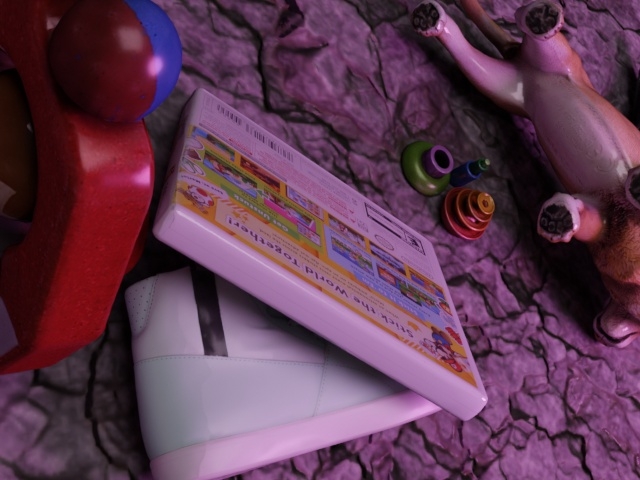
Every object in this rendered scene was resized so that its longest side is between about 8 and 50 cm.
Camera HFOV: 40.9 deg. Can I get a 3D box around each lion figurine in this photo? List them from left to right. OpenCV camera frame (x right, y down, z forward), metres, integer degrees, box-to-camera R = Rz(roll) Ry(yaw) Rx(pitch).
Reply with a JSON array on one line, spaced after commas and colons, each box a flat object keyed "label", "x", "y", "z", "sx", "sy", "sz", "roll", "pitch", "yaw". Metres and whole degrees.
[{"label": "lion figurine", "x": 0.235, "y": -0.089, "z": 0.778, "sx": 0.240, "sy": 0.142, "sz": 0.392, "roll": 8, "pitch": 58, "yaw": -58}]

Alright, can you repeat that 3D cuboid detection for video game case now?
[{"label": "video game case", "x": 0.000, "y": 0.000, "z": 0.572, "sx": 0.227, "sy": 0.026, "sz": 0.206, "roll": 33, "pitch": 21, "yaw": -19}]

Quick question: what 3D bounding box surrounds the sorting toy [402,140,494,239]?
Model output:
[{"label": "sorting toy", "x": 0.119, "y": -0.051, "z": 0.742, "sx": 0.102, "sy": 0.042, "sz": 0.061, "roll": 53, "pitch": 50, "yaw": -6}]

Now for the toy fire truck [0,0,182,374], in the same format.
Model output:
[{"label": "toy fire truck", "x": -0.160, "y": -0.095, "z": 0.419, "sx": 0.169, "sy": 0.254, "sz": 0.302, "roll": -8, "pitch": 76, "yaw": -38}]

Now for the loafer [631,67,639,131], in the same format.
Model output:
[{"label": "loafer", "x": 0.377, "y": -0.121, "z": 0.936, "sx": 0.078, "sy": 0.076, "sz": 0.223, "roll": 21, "pitch": 64, "yaw": -37}]

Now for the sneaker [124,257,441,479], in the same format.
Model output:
[{"label": "sneaker", "x": -0.006, "y": 0.061, "z": 0.573, "sx": 0.256, "sy": 0.094, "sz": 0.151, "roll": -5, "pitch": 72, "yaw": -39}]
